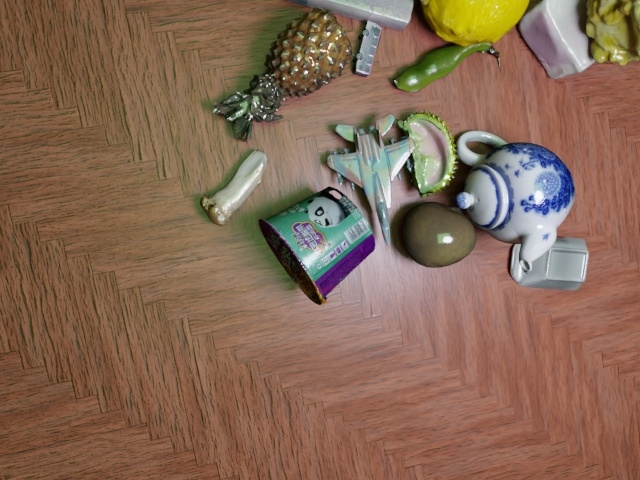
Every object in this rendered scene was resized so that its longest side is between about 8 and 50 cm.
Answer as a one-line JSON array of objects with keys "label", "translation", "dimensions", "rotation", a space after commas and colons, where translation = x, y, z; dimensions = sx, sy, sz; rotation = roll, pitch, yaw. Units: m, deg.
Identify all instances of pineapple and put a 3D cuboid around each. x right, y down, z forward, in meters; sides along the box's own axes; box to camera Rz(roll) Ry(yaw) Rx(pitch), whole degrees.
[{"label": "pineapple", "translation": [-0.096, -0.390, 1.101], "dimensions": [0.361, 0.175, 0.175], "rotation": [-32, 99, 10]}]

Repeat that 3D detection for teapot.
[{"label": "teapot", "translation": [0.458, -0.114, 1.141], "dimensions": [0.280, 0.252, 0.423], "rotation": [-8, 59, -14]}]

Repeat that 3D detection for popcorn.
[{"label": "popcorn", "translation": [0.744, -0.525, 1.030], "dimensions": [0.293, 0.237, 0.292], "rotation": [0, 93, -7]}]

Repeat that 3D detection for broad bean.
[{"label": "broad bean", "translation": [0.333, -0.458, 1.205], "dimensions": [0.318, 0.056, 0.098], "rotation": [-16, 96, -10]}]

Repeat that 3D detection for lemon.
[{"label": "lemon", "translation": [0.375, -0.597, 1.116], "dimensions": [0.289, 0.233, 0.233], "rotation": [-10, 96, -18]}]

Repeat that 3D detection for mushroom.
[{"label": "mushroom", "translation": [-0.207, -0.133, 1.140], "dimensions": [0.084, 0.071, 0.209], "rotation": [39, 84, 22]}]

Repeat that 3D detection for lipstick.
[{"label": "lipstick", "translation": [0.067, -0.599, 1.144], "dimensions": [0.318, 0.068, 0.066], "rotation": [11, 92, -10]}]

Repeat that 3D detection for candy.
[{"label": "candy", "translation": [0.723, -0.598, 1.213], "dimensions": [0.359, 0.145, 0.208], "rotation": [-34, 100, -5]}]

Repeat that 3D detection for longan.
[{"label": "longan", "translation": [0.298, -0.012, 1.181], "dimensions": [0.190, 0.189, 0.189], "rotation": [-1, 95, -9]}]

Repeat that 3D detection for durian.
[{"label": "durian", "translation": [0.281, -0.229, 1.190], "dimensions": [0.137, 0.095, 0.220], "rotation": [-17, 93, 18]}]

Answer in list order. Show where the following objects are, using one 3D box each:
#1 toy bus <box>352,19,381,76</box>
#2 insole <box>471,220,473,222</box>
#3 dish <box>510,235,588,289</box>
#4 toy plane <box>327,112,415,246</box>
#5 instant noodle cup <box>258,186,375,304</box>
[{"label": "toy bus", "translation": [0.118, -0.486, 1.177], "dimensions": [0.052, 0.037, 0.130], "rotation": [14, 93, -12]}, {"label": "insole", "translation": [0.536, -0.084, 1.289], "dimensions": [0.248, 0.011, 0.081], "rotation": [-8, 96, -8]}, {"label": "dish", "translation": [0.648, 0.064, 1.293], "dimensions": [0.235, 0.064, 0.153], "rotation": [4, 94, -8]}, {"label": "toy plane", "translation": [0.141, -0.146, 1.173], "dimensions": [0.223, 0.104, 0.326], "rotation": [-11, 104, 3]}, {"label": "instant noodle cup", "translation": [0.000, 0.000, 1.104], "dimensions": [0.190, 0.251, 0.251], "rotation": [-36, 99, -13]}]
